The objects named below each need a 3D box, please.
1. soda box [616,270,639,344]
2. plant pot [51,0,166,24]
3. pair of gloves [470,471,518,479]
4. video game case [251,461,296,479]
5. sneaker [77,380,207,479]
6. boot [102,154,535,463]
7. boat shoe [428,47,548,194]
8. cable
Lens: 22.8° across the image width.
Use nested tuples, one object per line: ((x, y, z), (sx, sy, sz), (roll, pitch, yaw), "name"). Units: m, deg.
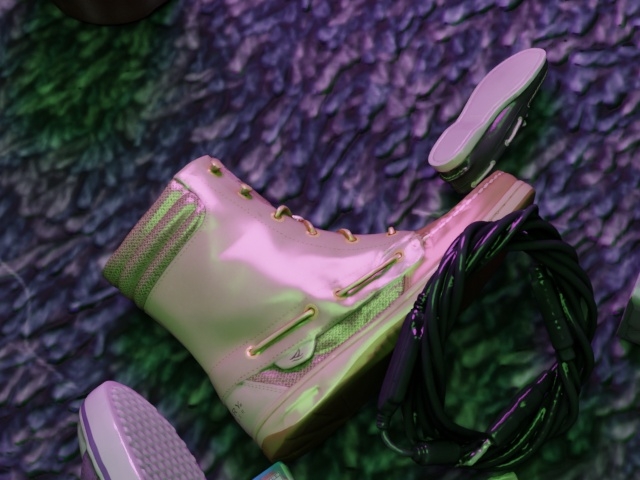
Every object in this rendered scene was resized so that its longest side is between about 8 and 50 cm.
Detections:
((0.302, -0.053, 1.101), (0.098, 0.091, 0.286), (22, 72, 12), "soda box")
((-0.167, -0.253, 1.176), (0.167, 0.165, 0.167), (-2, 69, 5), "plant pot")
((0.071, 0.269, 1.020), (0.240, 0.042, 0.204), (-21, 68, -5), "pair of gloves")
((-0.032, 0.242, 1.018), (0.119, 0.015, 0.166), (-36, 62, 6), "video game case")
((-0.131, 0.237, 0.998), (0.161, 0.102, 0.282), (-31, 63, 15), "sneaker")
((0.000, 0.000, 1.106), (0.262, 0.095, 0.203), (-43, 70, -9), "boot")
((0.129, -0.087, 1.157), (0.046, 0.038, 0.125), (9, 55, 53), "boat shoe")
((0.121, 0.067, 1.037), (0.150, 0.047, 0.185), (15, 98, -27), "cable")
